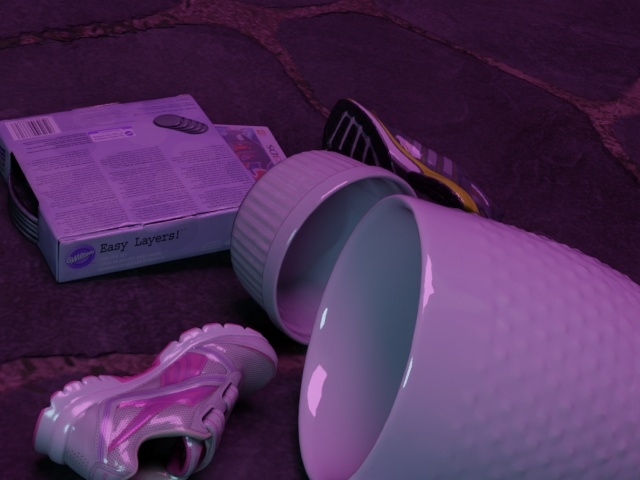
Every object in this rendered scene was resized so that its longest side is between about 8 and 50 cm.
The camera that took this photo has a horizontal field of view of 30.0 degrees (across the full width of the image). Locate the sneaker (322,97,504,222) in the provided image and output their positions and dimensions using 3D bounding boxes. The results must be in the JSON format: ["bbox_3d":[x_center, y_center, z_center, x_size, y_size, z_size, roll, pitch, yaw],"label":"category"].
[{"bbox_3d":[0.117,-0.085,1.584,0.121,0.111,0.300,-5,43,-48],"label":"sneaker"}]

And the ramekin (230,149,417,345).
[{"bbox_3d":[0.000,0.000,1.291,0.207,0.207,0.109,-12,34,-38],"label":"ramekin"}]

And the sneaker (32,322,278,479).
[{"bbox_3d":[-0.128,0.163,1.082,0.252,0.103,0.111,-24,54,-38],"label":"sneaker"}]

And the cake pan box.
[{"bbox_3d":[-0.224,-0.068,1.378,0.267,0.070,0.246,-12,40,-28],"label":"cake pan box"}]

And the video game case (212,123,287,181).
[{"bbox_3d":[-0.131,-0.097,1.535,0.201,0.023,0.183,0,36,-26],"label":"video game case"}]

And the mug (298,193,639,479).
[{"bbox_3d":[0.175,0.174,1.085,0.328,0.276,0.374,16,62,-16],"label":"mug"}]
